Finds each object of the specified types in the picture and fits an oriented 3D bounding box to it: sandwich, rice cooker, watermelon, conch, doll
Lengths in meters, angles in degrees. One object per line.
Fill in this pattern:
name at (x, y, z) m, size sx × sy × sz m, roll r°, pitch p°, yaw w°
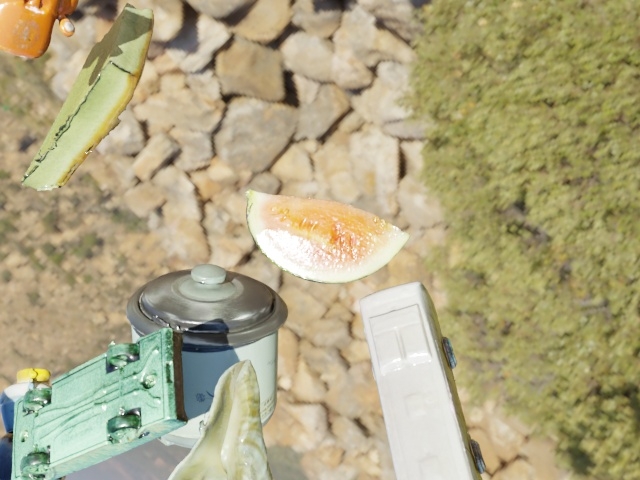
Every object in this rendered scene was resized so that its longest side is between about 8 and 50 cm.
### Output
sandwich at (-0.321, -0.206, 1.422) m, size 0.063 × 0.212 × 0.245 m, roll 33°, pitch 122°, yaw -23°
rice cooker at (-0.193, 0.181, 1.683) m, size 0.264 × 0.316 × 0.317 m, roll 29°, pitch 156°, yaw 44°
watermelon at (0.000, -0.001, 1.434) m, size 0.245 × 0.119 × 0.063 m, roll 16°, pitch -173°, yaw 3°
conch at (-0.083, 0.336, 1.074) m, size 0.203 × 0.386 × 0.169 m, roll -8°, pitch 156°, yaw 6°
doll at (-0.475, 0.374, 1.657) m, size 0.141 × 0.314 × 0.177 m, roll 1°, pitch 158°, yaw -16°

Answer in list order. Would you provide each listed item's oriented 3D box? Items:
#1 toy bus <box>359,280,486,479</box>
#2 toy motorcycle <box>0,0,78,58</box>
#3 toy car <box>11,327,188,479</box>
toy bus at (0.101, 0.166, 1.014) m, size 0.106 × 0.092 × 0.268 m, roll 61°, pitch -165°, yaw -52°
toy motorcycle at (-0.408, -0.291, 1.182) m, size 0.325 × 0.221 × 0.147 m, roll -23°, pitch 162°, yaw 32°
toy car at (-0.305, 0.242, 1.380) m, size 0.320 × 0.141 × 0.097 m, roll -27°, pitch 145°, yaw 29°
